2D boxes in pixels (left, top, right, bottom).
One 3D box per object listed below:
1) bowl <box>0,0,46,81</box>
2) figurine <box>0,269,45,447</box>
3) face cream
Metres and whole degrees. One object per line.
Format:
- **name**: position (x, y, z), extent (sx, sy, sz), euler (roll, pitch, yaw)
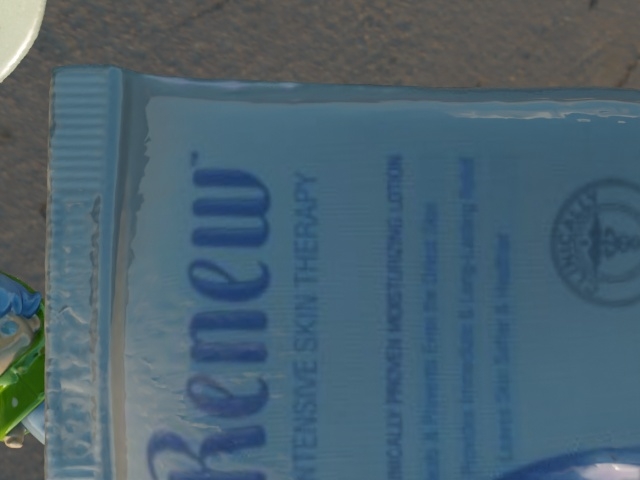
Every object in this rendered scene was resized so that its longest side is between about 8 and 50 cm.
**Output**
- **bowl**: position (-0.480, -0.265, 1.079), extent (0.434, 0.196, 0.435), euler (-19, 156, -9)
- **figurine**: position (-0.361, 0.140, 1.400), extent (0.162, 0.263, 0.143), euler (-45, 167, -7)
- **face cream**: position (0.085, 0.037, 0.567), extent (0.420, 0.137, 0.235), euler (0, 87, -5)
